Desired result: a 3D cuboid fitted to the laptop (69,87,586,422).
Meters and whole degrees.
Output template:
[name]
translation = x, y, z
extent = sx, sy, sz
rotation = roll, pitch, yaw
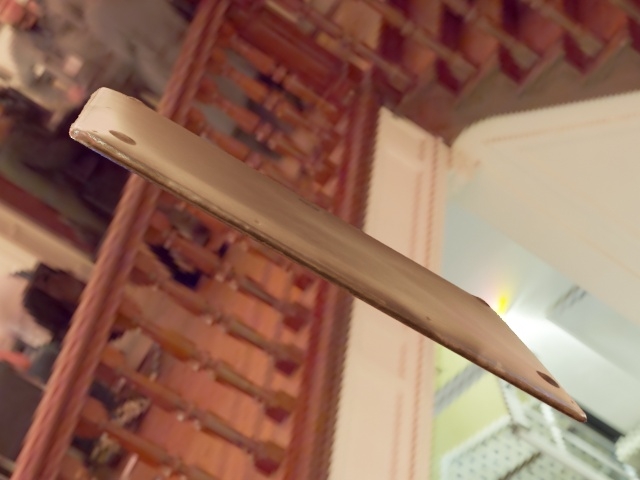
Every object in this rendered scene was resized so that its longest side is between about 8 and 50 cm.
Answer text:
[laptop]
translation = 0.000, 0.000, 0.649
extent = 0.015, 0.269, 0.187
rotation = -59, 11, 7
